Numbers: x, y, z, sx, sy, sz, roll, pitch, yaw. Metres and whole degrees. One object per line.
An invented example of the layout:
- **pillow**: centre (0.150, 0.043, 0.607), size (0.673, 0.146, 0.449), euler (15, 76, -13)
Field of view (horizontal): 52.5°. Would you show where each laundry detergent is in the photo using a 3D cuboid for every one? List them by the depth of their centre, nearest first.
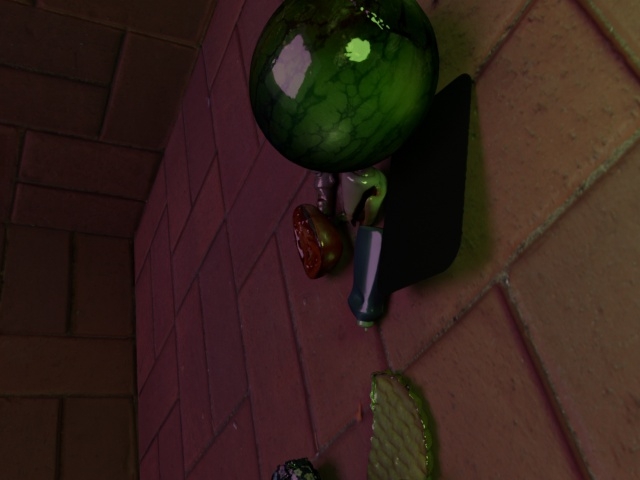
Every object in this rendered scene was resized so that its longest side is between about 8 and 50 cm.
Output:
- **laundry detergent**: centre (0.099, 0.076, 1.273), size (0.096, 0.061, 0.206), euler (11, 94, 56)

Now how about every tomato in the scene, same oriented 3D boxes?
- **tomato**: centre (0.000, -0.008, 1.455), size (0.166, 0.082, 0.174), euler (121, 134, -65)

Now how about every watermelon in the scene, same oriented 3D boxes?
- **watermelon**: centre (0.042, -0.293, 1.177), size (0.363, 0.363, 0.363), euler (-27, 59, 59)

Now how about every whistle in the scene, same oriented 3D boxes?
- **whistle**: centre (0.012, -0.164, 1.525), size (0.107, 0.057, 0.220), euler (-9, 79, 49)

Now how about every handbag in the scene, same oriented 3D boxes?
- **handbag**: centre (-0.044, 0.572, 1.348), size (0.208, 0.127, 0.229), euler (-108, 28, -50)

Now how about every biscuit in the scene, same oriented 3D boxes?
- **biscuit**: centre (0.139, 0.370, 1.135), size (0.187, 0.036, 0.273), euler (-8, 76, 63)

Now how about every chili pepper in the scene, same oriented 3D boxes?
- **chili pepper**: centre (0.054, -0.053, 1.435), size (0.091, 0.030, 0.034), euler (-16, 94, 64)

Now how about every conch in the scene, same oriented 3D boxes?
- **conch**: centre (0.081, -0.087, 1.318), size (0.104, 0.094, 0.176), euler (31, 123, 19)

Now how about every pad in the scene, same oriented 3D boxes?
- **pad**: centre (0.218, -0.098, 1.122), size (0.315, 0.063, 0.375), euler (-33, 43, 59)
